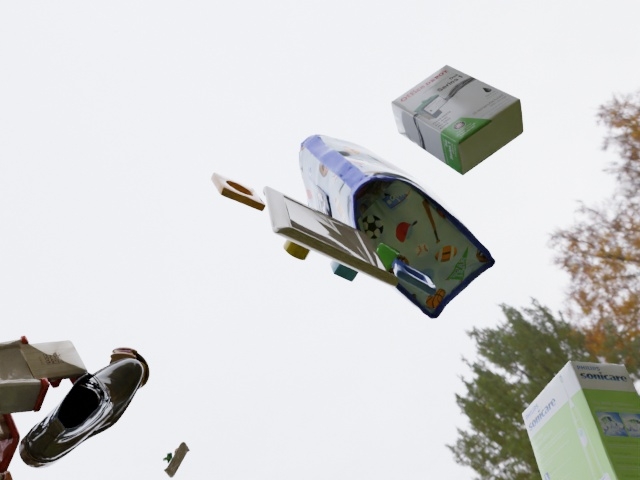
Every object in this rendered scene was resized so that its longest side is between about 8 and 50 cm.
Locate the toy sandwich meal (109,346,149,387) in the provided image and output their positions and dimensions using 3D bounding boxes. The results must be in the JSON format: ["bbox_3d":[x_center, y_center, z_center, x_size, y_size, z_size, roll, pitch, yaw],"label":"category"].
[{"bbox_3d":[-0.340,0.229,1.008,0.086,0.029,0.085,2,-79,8],"label":"toy sandwich meal"}]

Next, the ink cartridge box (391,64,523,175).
[{"bbox_3d":[0.272,-0.251,1.164,0.160,0.219,0.092,-36,-44,-9],"label":"ink cartridge box"}]

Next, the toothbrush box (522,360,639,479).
[{"bbox_3d":[0.497,0.393,1.028,0.122,0.283,0.206,5,-46,-10],"label":"toothbrush box"}]

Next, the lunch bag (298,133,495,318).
[{"bbox_3d":[0.130,-0.054,1.245,0.239,0.328,0.385,-46,-56,4],"label":"lunch bag"}]

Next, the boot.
[{"bbox_3d":[-0.315,0.227,0.820,0.082,0.219,0.106,46,-55,-2],"label":"boot"}]

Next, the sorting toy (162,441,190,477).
[{"bbox_3d":[-0.278,0.413,1.090,0.062,0.012,0.083,-57,-20,-32],"label":"sorting toy"}]

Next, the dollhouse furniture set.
[{"bbox_3d":[-0.452,0.268,0.821,0.135,0.262,0.259,5,-58,-51],"label":"dollhouse furniture set"}]

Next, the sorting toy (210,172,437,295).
[{"bbox_3d":[0.000,0.000,0.799,0.348,0.196,0.047,25,-76,-19],"label":"sorting toy"}]
